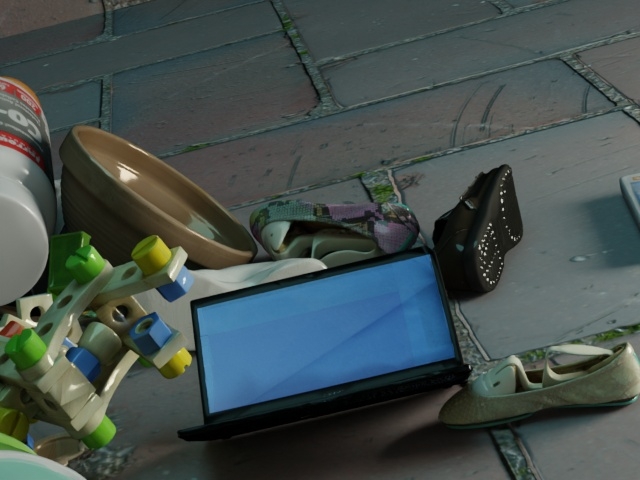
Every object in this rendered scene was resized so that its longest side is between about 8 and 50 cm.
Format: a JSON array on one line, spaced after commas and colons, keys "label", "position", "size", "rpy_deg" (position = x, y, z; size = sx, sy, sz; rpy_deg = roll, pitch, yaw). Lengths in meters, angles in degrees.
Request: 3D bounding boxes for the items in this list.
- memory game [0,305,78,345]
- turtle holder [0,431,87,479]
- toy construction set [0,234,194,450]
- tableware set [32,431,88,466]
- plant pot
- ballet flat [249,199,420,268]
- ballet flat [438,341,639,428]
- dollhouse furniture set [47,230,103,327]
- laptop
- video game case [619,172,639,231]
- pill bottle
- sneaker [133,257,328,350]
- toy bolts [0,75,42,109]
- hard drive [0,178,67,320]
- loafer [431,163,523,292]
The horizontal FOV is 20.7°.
[{"label": "memory game", "position": [-0.332, 0.085, 1.773], "size": [0.186, 0.012, 0.186], "rpy_deg": [14, 7, -2]}, {"label": "turtle holder", "position": [-0.191, 0.248, 1.051], "size": [0.227, 0.243, 0.320], "rpy_deg": [20, -5, 35]}, {"label": "toy construction set", "position": [-0.246, 0.096, 1.533], "size": [0.215, 0.151, 0.328], "rpy_deg": [-49, 15, -23]}, {"label": "tableware set", "position": [-0.278, 0.202, 1.515], "size": [0.169, 0.020, 0.141], "rpy_deg": [-13, 18, 3]}, {"label": "plant pot", "position": [-0.193, -0.013, 1.871], "size": [0.109, 0.237, 0.237], "rpy_deg": [-55, 16, 9]}, {"label": "ballet flat", "position": [0.000, 0.000, 1.846], "size": [0.222, 0.077, 0.079], "rpy_deg": [0, 42, 36]}, {"label": "ballet flat", "position": [0.173, 0.111, 1.402], "size": [0.168, 0.052, 0.057], "rpy_deg": [-11, 18, 11]}, {"label": "dollhouse furniture set", "position": [-0.219, 0.048, 1.737], "size": [0.076, 0.058, 0.152], "rpy_deg": [-8, -26, 23]}, {"label": "laptop", "position": [-0.002, 0.080, 1.471], "size": [0.234, 0.136, 0.264], "rpy_deg": [-14, -7, 3]}, {"label": "video game case", "position": [0.407, -0.045, 1.739], "size": [0.193, 0.023, 0.212], "rpy_deg": [-12, 18, 5]}, {"label": "pill bottle", "position": [-0.365, -0.055, 1.879], "size": [0.161, 0.161, 0.283], "rpy_deg": [-15, 30, -4]}, {"label": "sneaker", "position": [-0.098, 0.059, 1.739], "size": [0.212, 0.080, 0.094], "rpy_deg": [-7, 8, -14]}, {"label": "toy bolts", "position": [-0.343, -0.075, 2.117], "size": [0.229, 0.218, 0.158], "rpy_deg": [16, -6, -3]}, {"label": "hard drive", "position": [-0.438, 0.030, 2.004], "size": [0.339, 0.064, 0.237], "rpy_deg": [-7, 32, 17]}, {"label": "loafer", "position": [0.149, -0.016, 1.750], "size": [0.078, 0.080, 0.220], "rpy_deg": [-7, 20, 20]}]
